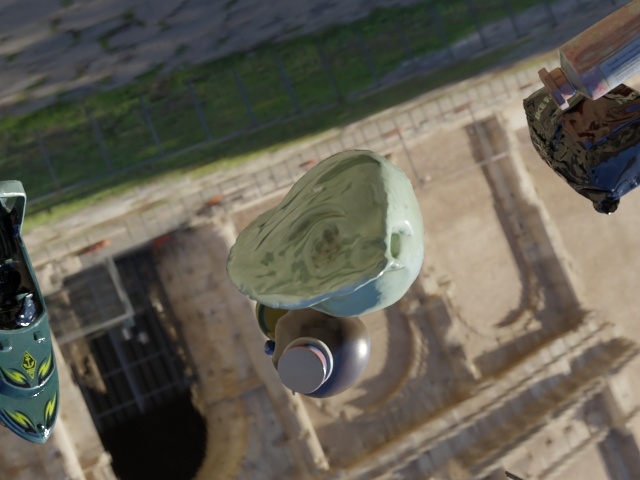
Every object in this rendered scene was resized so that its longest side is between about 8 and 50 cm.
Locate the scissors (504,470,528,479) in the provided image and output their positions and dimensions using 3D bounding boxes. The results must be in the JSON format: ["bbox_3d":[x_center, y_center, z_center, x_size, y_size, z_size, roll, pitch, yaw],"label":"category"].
[{"bbox_3d":[0.327,0.310,1.137,0.317,0.024,0.160,21,-179,40],"label":"scissors"}]

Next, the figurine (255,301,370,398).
[{"bbox_3d":[-0.013,0.146,1.579,0.161,0.158,0.275,-55,-167,-2],"label":"figurine"}]

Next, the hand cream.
[{"bbox_3d":[0.240,-0.156,0.709,0.209,0.043,0.067,-32,153,13],"label":"hand cream"}]

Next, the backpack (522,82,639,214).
[{"bbox_3d":[0.279,-0.113,1.108,0.120,0.106,0.165,-34,-138,-9],"label":"backpack"}]

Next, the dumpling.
[{"bbox_3d":[0.014,0.006,0.828,0.152,0.108,0.219,-44,-168,16],"label":"dumpling"}]

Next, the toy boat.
[{"bbox_3d":[-0.268,0.049,0.882,0.103,0.246,0.093,-24,174,32],"label":"toy boat"}]
